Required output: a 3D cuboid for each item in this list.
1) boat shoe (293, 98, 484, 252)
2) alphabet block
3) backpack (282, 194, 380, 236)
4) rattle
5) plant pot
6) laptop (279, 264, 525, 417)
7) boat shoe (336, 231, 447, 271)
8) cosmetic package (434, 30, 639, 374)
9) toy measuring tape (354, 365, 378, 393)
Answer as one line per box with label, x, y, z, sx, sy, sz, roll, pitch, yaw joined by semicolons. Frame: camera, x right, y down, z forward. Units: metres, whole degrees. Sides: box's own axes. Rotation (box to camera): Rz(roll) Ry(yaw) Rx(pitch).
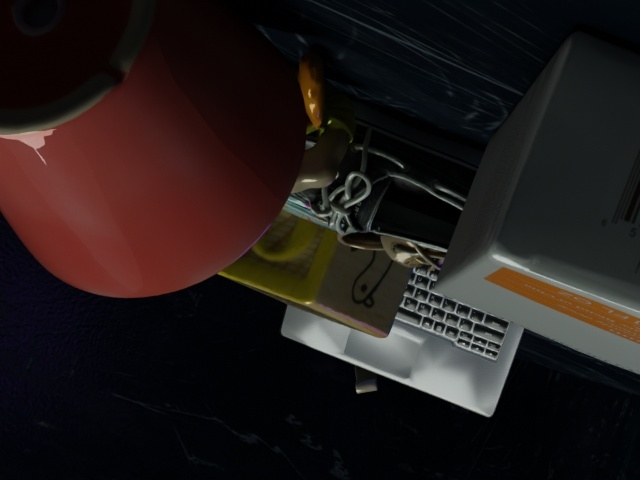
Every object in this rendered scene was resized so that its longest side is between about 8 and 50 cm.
boat shoe;0.041;-0.055;1.533;0.306;0.105;0.113;21;133;-1
alphabet block;0.000;0.000;2.097;0.193;0.192;0.197;16;174;36
backpack;0.008;-0.074;1.674;0.182;0.115;0.152;24;178;8
rattle;-0.078;-0.119;1.441;0.200;0.130;0.143;16;180;22
plant pot;-0.174;-0.120;1.245;0.275;0.275;0.243;20;165;24
laptop;0.120;0.094;2.411;0.382;0.407;0.236;21;-151;10
boat shoe;0.129;-0.016;1.790;0.122;0.110;0.341;24;175;-26
cosmetic package;0.232;-0.003;1.194;0.230;0.161;0.453;22;176;2
toy measuring tape;0.059;0.103;2.690;0.121;0.330;0.121;-1;136;-1
